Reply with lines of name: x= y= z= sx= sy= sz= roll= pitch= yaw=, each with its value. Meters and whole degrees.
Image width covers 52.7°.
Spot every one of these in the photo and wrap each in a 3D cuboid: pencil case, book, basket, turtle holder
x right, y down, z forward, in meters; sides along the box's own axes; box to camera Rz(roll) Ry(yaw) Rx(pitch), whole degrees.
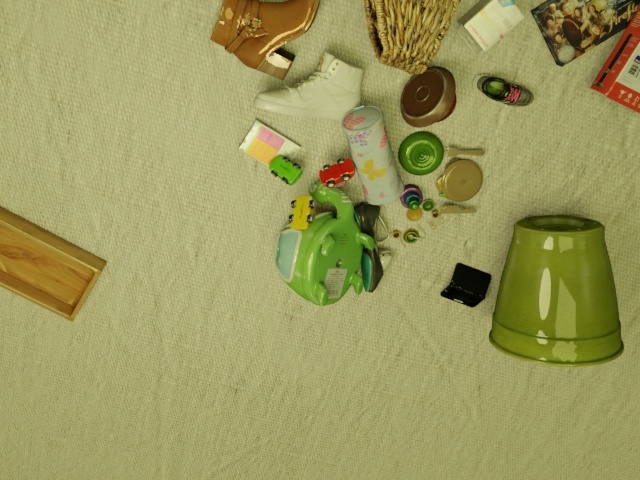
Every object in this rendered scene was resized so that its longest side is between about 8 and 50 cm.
pencil case: x=0.143 y=-0.223 z=1.715 sx=0.113 sy=0.124 sz=0.273 roll=-6 pitch=134 yaw=19
book: x=-0.139 y=-0.257 z=1.779 sx=0.144 sy=0.035 sz=0.096 roll=30 pitch=109 yaw=-15
basket: x=0.161 y=-0.528 z=1.513 sx=0.223 sy=0.299 sz=0.213 roll=19 pitch=115 yaw=-12
turtle holder: x=-0.012 y=0.013 z=1.789 sx=0.227 sy=0.243 sz=0.320 roll=21 pitch=131 yaw=38

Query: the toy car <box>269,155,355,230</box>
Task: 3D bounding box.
toy car: x=-0.045 y=-0.155 z=1.734 sx=0.239 sy=0.225 sz=0.053 roll=-50 pitch=150 yaw=-6

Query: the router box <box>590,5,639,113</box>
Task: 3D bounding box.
router box: x=0.917 y=-0.456 z=1.656 sx=0.335 sy=0.082 sz=0.301 roll=18 pitch=114 yaw=-19

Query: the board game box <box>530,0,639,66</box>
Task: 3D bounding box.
board game box: x=0.683 y=-0.580 z=1.640 sx=0.243 sy=0.042 sz=0.165 roll=-31 pitch=112 yaw=12

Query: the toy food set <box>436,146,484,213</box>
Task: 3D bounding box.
toy food set: x=0.395 y=-0.172 z=1.832 sx=0.132 sy=0.038 sz=0.192 roll=1 pitch=110 yaw=-10

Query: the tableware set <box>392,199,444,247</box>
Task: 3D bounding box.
tableware set: x=0.281 y=-0.048 z=1.889 sx=0.154 sy=0.024 sz=0.104 roll=-34 pitch=111 yaw=14

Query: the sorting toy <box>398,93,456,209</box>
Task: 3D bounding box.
sorting toy: x=0.287 y=-0.242 z=1.744 sx=0.127 sy=0.126 sz=0.365 roll=9 pitch=114 yaw=-6

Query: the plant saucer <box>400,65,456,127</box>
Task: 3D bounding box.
plant saucer: x=0.269 y=-0.375 z=1.663 sx=0.029 sy=0.168 sz=0.168 roll=19 pitch=117 yaw=-44

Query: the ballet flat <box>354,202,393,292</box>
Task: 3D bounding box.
ballet flat: x=0.160 y=0.023 z=1.885 sx=0.096 sy=0.095 sz=0.280 roll=-14 pitch=115 yaw=-8

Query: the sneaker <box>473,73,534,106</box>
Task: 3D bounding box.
sneaker: x=0.489 y=-0.391 z=1.706 sx=0.170 sy=0.075 sz=0.063 roll=18 pitch=113 yaw=-10

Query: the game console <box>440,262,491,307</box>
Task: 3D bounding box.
game console: x=0.446 y=0.139 z=1.986 sx=0.122 sy=0.071 sz=0.107 roll=20 pitch=143 yaw=-10

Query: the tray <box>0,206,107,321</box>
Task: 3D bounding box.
tray: x=-0.862 y=0.054 z=1.885 sx=0.411 sy=0.076 sz=0.203 roll=31 pitch=111 yaw=-13

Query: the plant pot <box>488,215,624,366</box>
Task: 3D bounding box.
plant pot: x=0.664 y=0.120 z=1.824 sx=0.367 sy=0.366 sz=0.353 roll=-3 pitch=103 yaw=0

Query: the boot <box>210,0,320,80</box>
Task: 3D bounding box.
boot: x=-0.131 y=-0.567 z=1.608 sx=0.220 sy=0.109 sz=0.283 roll=27 pitch=119 yaw=-9

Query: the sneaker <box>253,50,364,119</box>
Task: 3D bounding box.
sneaker: x=-0.026 y=-0.404 z=1.658 sx=0.293 sy=0.108 sz=0.169 roll=-2 pitch=114 yaw=-24

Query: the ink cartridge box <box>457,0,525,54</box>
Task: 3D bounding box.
ink cartridge box: x=0.419 y=-0.549 z=1.623 sx=0.143 sy=0.090 sz=0.092 roll=-39 pitch=110 yaw=17
